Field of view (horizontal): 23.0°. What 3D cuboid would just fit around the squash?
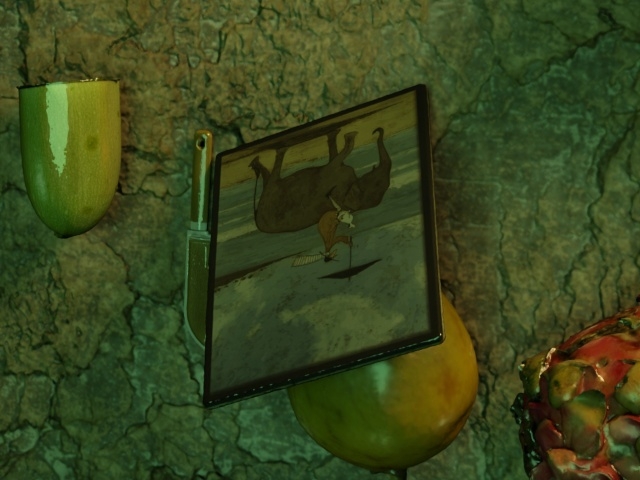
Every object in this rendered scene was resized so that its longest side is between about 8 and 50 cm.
[{"bbox_3d":[-0.287,-0.093,1.789,0.123,0.123,0.187,4,98,18],"label":"squash"}]

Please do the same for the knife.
[{"bbox_3d":[-0.132,0.002,1.799,0.046,0.022,0.256,5,99,14],"label":"knife"}]

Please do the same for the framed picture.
[{"bbox_3d":[0.000,0.000,1.635,0.265,0.016,0.347,-17,48,20],"label":"framed picture"}]

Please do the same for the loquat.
[{"bbox_3d":[0.066,0.153,1.656,0.213,0.213,0.246,1,113,19],"label":"loquat"}]

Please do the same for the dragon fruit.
[{"bbox_3d":[0.320,0.180,1.530,0.269,0.291,0.250,-35,80,18],"label":"dragon fruit"}]
